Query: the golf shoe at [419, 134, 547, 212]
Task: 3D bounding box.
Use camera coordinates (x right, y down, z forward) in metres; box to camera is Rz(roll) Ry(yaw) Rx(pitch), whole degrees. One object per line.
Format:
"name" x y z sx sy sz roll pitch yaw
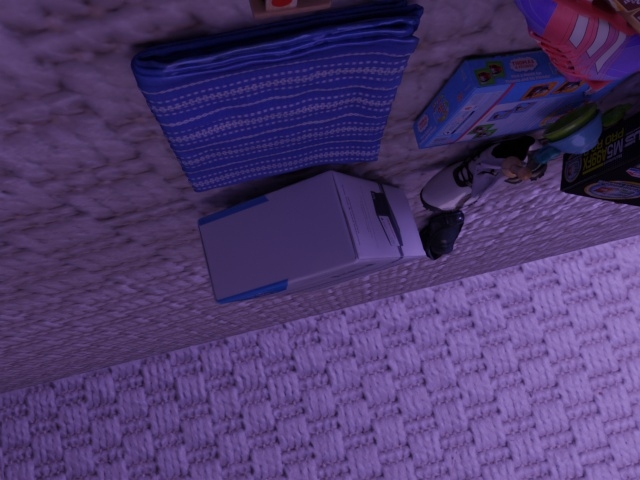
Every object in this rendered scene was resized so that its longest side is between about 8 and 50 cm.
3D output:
"golf shoe" 0.236 -0.108 0.978 0.198 0.077 0.094 -24 155 13

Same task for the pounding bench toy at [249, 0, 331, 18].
"pounding bench toy" -0.006 -0.180 0.408 0.084 0.052 0.065 -12 168 -10

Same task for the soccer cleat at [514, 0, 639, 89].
"soccer cleat" 0.232 -0.181 0.579 0.248 0.083 0.095 -8 148 -46

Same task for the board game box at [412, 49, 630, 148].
"board game box" 0.234 -0.167 0.761 0.212 0.039 0.160 -10 167 -15

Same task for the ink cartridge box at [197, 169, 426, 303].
"ink cartridge box" 0.000 0.000 0.992 0.223 0.128 0.307 -19 172 23

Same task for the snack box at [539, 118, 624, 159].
"snack box" 0.386 -0.151 1.037 0.179 0.022 0.064 -16 165 7

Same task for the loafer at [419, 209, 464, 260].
"loafer" 0.265 -0.010 1.399 0.076 0.078 0.223 -13 168 -7

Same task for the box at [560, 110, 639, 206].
"box" 0.483 -0.090 0.822 0.270 0.060 0.216 10 168 -9

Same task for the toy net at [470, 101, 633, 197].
"toy net" 0.278 -0.121 0.849 0.122 0.045 0.232 -42 -171 -33

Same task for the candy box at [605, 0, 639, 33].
"candy box" 0.318 -0.200 0.444 0.317 0.087 0.183 16 152 -39

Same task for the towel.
"towel" -0.037 -0.122 0.668 0.244 0.040 0.336 -12 168 -5
